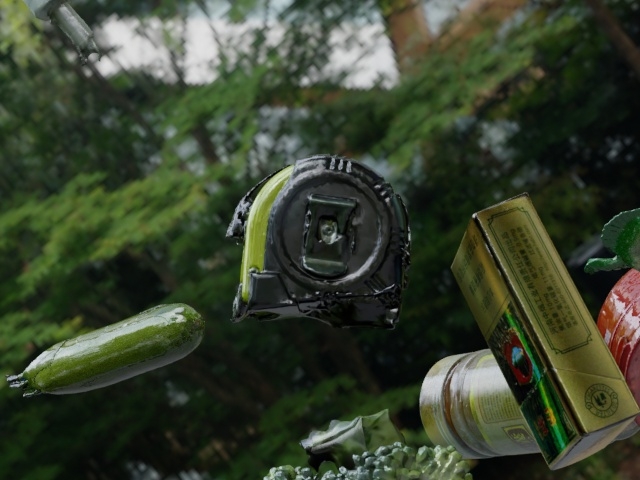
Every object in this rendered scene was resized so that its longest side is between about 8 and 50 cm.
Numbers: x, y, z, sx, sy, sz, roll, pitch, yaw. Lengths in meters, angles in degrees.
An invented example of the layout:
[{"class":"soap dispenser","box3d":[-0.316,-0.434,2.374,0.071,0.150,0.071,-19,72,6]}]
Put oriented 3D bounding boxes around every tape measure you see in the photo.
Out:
[{"class":"tape measure","box3d":[0.000,0.000,1.506,0.199,0.186,0.112,4,-12,-6]}]

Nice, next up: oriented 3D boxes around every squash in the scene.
[{"class":"squash","box3d":[-0.297,0.160,1.984,0.331,0.087,0.087,-21,3,23]}]

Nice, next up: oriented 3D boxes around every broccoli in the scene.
[{"class":"broccoli","box3d":[0.060,0.379,1.600,0.277,0.338,0.318,-18,36,49]}]

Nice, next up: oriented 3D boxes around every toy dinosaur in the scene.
[{"class":"toy dinosaur","box3d":[0.262,-0.011,1.160,0.029,0.060,0.120,-98,27,-52]}]

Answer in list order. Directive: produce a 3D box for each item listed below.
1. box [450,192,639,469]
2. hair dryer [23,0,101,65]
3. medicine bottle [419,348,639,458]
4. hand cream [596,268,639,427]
[{"class":"box","box3d":[0.214,0.091,1.392,0.071,0.240,0.159,-21,-19,-13]},{"class":"hair dryer","box3d":[-0.321,-0.329,1.487,0.173,0.357,0.107,-37,-8,4]},{"class":"medicine bottle","box3d":[0.287,0.212,1.931,0.151,0.151,0.322,-36,9,-33]},{"class":"hand cream","box3d":[0.387,0.113,1.467,0.193,0.193,0.125,-40,17,9]}]
